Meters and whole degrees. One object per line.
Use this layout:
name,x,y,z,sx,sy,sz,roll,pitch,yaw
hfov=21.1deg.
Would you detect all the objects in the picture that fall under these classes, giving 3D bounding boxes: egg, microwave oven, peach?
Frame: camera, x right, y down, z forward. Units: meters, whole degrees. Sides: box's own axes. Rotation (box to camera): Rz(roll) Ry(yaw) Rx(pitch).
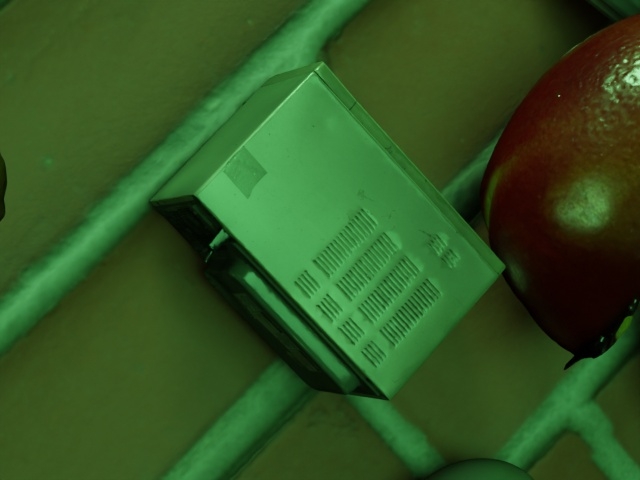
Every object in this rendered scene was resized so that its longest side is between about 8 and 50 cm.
egg,0.137,0.247,1.530,0.135,0.103,0.103,-11,93,-19
microwave oven,0.000,0.000,1.457,0.194,0.145,0.240,-47,105,-13
peach,0.273,-0.085,1.485,0.201,0.258,0.362,42,115,6

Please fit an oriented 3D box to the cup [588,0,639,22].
cup,0.322,-0.292,1.579,0.202,0.167,0.221,38,78,-20

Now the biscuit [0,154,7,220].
biscuit,-0.412,-0.012,1.165,0.342,0.395,0.166,-18,90,-24
